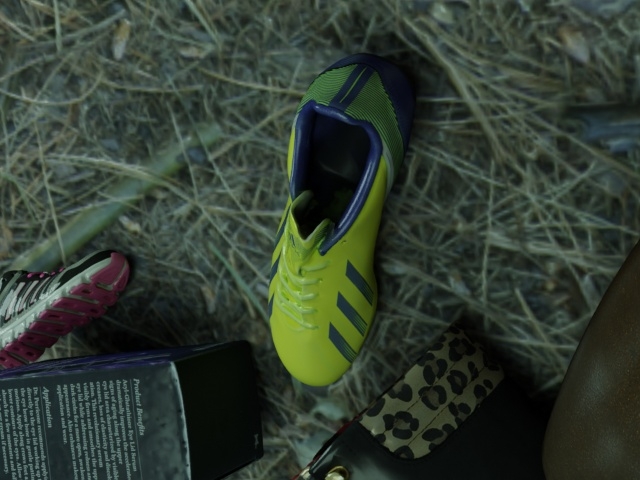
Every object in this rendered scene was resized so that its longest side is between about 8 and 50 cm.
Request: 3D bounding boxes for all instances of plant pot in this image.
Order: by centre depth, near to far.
[{"bbox_3d":[0.252,0.107,0.858,0.215,0.215,0.230,38,137,4],"label":"plant pot"}]

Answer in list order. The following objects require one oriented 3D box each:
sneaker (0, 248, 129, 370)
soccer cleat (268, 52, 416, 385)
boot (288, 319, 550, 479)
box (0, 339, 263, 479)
[{"bbox_3d":[-0.244,0.047,1.143,0.170,0.063,0.075,-36,60,20],"label":"sneaker"},{"bbox_3d":[-0.001,-0.001,0.961,0.093,0.121,0.289,22,123,15],"label":"soccer cleat"},{"bbox_3d":[0.085,0.272,0.966,0.377,0.138,0.284,-44,86,-5],"label":"boot"},{"bbox_3d":[-0.172,0.151,1.077,0.207,0.153,0.108,-8,90,18],"label":"box"}]
